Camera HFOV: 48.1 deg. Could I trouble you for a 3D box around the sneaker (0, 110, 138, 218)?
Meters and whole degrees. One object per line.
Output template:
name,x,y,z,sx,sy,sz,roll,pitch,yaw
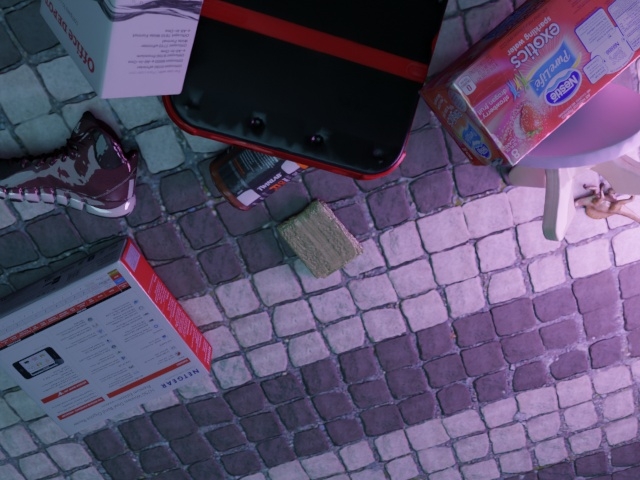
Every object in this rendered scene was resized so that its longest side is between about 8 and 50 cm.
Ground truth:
sneaker,-0.431,-0.143,1.169,0.281,0.106,0.163,10,114,-21

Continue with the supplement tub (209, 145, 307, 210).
supplement tub,-0.080,-0.142,1.180,0.198,0.106,0.106,-35,117,16

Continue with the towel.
towel,0.000,0.000,1.315,0.110,0.027,0.148,-33,118,16

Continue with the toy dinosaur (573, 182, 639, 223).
toy dinosaur,0.532,-0.068,1.308,0.183,0.053,0.093,14,134,-3

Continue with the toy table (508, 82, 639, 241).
toy table,0.399,-0.143,1.152,0.252,0.274,0.161,-48,129,-15

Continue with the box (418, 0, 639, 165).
box,0.317,-0.257,1.048,0.300,0.142,0.154,-41,102,-5

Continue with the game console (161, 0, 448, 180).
game console,-0.020,-0.289,1.077,0.386,0.060,0.342,14,94,-13

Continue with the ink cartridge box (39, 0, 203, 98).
ink cartridge box,-0.250,-0.371,0.917,0.129,0.223,0.307,-14,143,-38

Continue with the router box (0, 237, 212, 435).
router box,-0.428,0.193,1.367,0.335,0.082,0.301,-24,119,10
